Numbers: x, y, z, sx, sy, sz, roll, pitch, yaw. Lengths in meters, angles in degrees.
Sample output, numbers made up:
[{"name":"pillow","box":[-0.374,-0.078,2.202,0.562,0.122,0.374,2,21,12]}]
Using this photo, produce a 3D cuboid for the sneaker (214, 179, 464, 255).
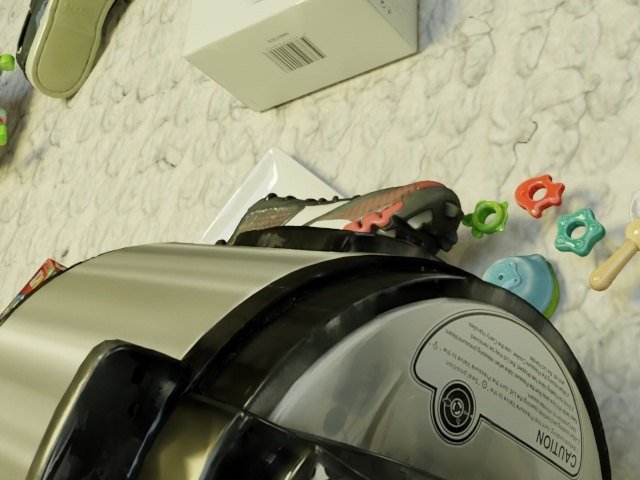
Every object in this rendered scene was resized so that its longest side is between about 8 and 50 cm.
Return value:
[{"name":"sneaker","box":[0.000,0.000,0.898,0.276,0.098,0.135,-28,53,25]}]

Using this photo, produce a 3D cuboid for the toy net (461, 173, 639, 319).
[{"name":"toy net","box":[0.230,-0.006,0.799,0.232,0.045,0.122,-18,54,29]}]

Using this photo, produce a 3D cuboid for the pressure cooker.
[{"name":"pressure cooker","box":[-0.013,0.186,0.633,0.420,0.370,0.375,3,107,52]}]

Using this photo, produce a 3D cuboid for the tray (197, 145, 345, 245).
[{"name":"tray","box":[-0.016,0.016,0.991,0.145,0.030,0.270,-53,45,3]}]

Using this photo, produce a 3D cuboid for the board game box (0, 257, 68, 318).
[{"name":"board game box","box":[-0.331,0.158,1.086,0.281,0.145,0.027,-48,43,6]}]

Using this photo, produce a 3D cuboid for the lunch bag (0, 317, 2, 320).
[{"name":"lunch bag","box":[-0.305,0.229,0.960,0.169,0.235,0.287,1,68,46]}]

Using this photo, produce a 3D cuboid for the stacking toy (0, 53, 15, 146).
[{"name":"stacking toy","box":[-0.506,-0.152,1.443,0.221,0.052,0.167,-38,47,34]}]

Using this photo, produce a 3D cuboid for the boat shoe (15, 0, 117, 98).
[{"name":"boat shoe","box":[-0.345,-0.375,1.414,0.113,0.127,0.340,29,100,45]}]

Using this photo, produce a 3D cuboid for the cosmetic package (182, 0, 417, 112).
[{"name":"cosmetic package","box":[-0.018,-0.296,1.095,0.224,0.138,0.224,-15,59,32]}]
